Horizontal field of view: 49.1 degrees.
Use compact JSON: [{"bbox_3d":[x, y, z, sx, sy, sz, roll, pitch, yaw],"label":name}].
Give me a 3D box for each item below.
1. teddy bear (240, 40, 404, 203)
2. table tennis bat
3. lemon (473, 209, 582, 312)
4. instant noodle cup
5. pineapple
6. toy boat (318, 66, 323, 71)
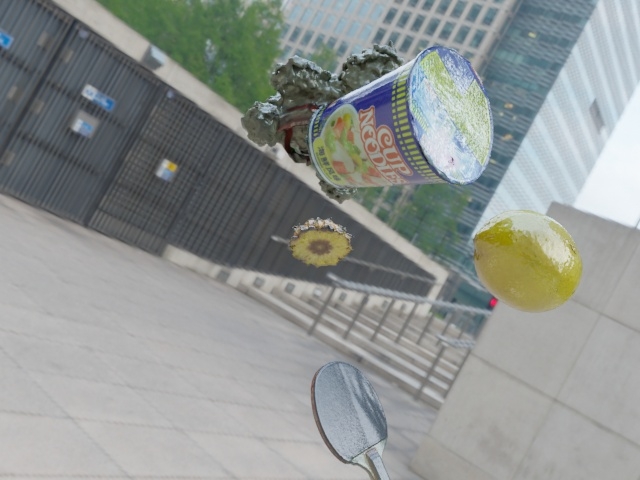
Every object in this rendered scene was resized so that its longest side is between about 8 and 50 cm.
[{"bbox_3d":[0.050,-0.314,1.662,0.357,0.367,0.224,37,35,-26],"label":"teddy bear"},{"bbox_3d":[0.056,0.274,0.983,0.130,0.019,0.220,-11,72,-48],"label":"table tennis bat"},{"bbox_3d":[0.489,0.049,1.656,0.236,0.236,0.263,27,-1,44],"label":"lemon"},{"bbox_3d":[0.147,-0.224,1.443,0.312,0.284,0.284,-8,-29,44],"label":"instant noodle cup"},{"bbox_3d":[0.000,0.000,2.225,0.225,0.225,0.076,30,42,-33],"label":"pineapple"},{"bbox_3d":[-0.004,-0.419,1.898,0.066,0.065,0.172,65,9,-52],"label":"toy boat"}]
